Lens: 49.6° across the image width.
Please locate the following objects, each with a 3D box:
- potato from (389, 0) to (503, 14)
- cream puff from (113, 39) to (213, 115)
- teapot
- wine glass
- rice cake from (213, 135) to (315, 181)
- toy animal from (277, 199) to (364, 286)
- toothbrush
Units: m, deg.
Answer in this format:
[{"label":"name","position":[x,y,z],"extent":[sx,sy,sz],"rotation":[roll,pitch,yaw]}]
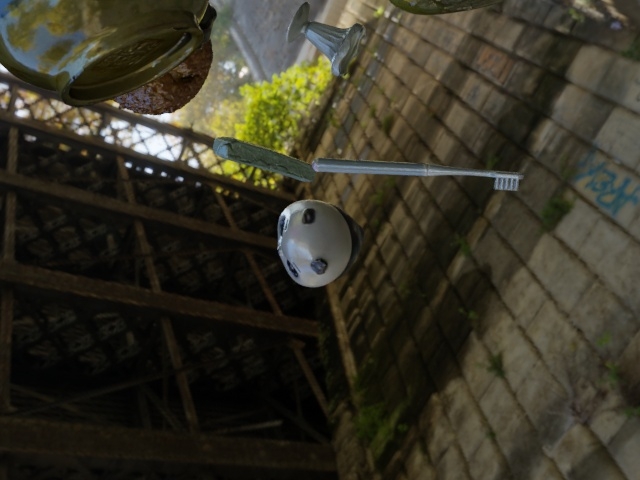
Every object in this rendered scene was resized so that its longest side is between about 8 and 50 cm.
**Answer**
[{"label":"potato","position":[0.170,-0.343,0.796],"extent":[0.228,0.149,0.197],"rotation":[-13,-172,8]},{"label":"cream puff","position":[-0.391,-0.423,1.622],"extent":[0.302,0.303,0.212],"rotation":[12,-145,-36]},{"label":"teapot","position":[-0.176,-0.212,0.529],"extent":[0.183,0.173,0.269],"rotation":[62,-152,-3]},{"label":"wine glass","position":[0.014,-0.585,1.994],"extent":[0.196,0.165,0.165],"rotation":[30,-160,3]},{"label":"rice cake","position":[-0.099,-0.149,1.281],"extent":[0.045,0.042,0.245],"rotation":[17,-176,38]},{"label":"toy animal","position":[-0.007,0.002,1.497],"extent":[0.235,0.165,0.187],"rotation":[-13,-95,-75]},{"label":"toothbrush","position":[0.148,-0.110,1.105],"extent":[0.342,0.030,0.025],"rotation":[8,-168,20]}]
